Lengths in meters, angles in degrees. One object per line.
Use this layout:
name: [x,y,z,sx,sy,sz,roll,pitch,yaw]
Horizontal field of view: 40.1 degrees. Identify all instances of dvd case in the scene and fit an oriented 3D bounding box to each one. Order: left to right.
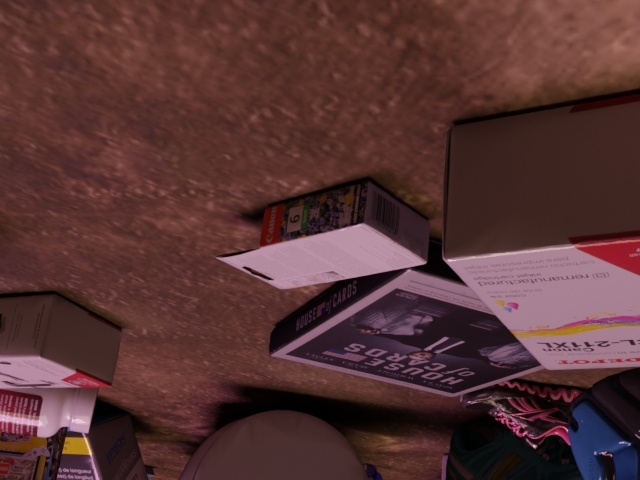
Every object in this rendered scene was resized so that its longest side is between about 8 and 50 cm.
dvd case: [0.085,0.068,0.654,0.179,0.030,0.238,16,154,-19]

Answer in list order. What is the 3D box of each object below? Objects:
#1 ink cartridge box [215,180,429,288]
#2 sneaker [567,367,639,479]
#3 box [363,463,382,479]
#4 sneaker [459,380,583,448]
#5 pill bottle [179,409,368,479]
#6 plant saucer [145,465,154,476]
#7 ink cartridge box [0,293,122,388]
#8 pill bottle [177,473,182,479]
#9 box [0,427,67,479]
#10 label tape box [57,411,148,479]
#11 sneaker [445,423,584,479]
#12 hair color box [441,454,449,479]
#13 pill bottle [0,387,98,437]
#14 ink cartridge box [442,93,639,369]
ink cartridge box: [0.000,0.000,0.520,0.115,0.029,0.063,-12,151,38]
sneaker: [0.307,0.084,0.566,0.139,0.125,0.341,-12,164,-28]
box: [0.034,0.380,1.318,0.028,0.081,0.136,27,149,-38]
sneaker: [0.187,0.161,0.807,0.119,0.057,0.047,6,159,4]
pill bottle: [-0.069,0.338,1.068,0.224,0.224,0.392,9,157,-6]
plant saucer: [-0.371,0.426,1.610,0.067,0.018,0.192,20,154,-29]
ink cartridge box: [-0.259,0.091,0.761,0.135,0.056,0.099,-5,155,24]
pill bottle: [-0.112,0.432,1.309,0.245,0.130,0.130,32,156,5]
box: [-0.386,0.199,0.913,0.233,0.159,0.044,7,155,0]
label tape box: [-0.360,0.296,1.146,0.240,0.106,0.334,-2,114,19]
sneaker: [0.214,0.231,0.889,0.107,0.110,0.275,10,162,-29]
hair color box: [0.203,0.368,1.135,0.093,0.167,0.053,-2,155,19]
pill bottle: [-0.298,0.147,0.863,0.152,0.086,0.086,12,156,-11]
ink cartridge box: [0.151,0.006,0.437,0.127,0.072,0.175,-8,152,28]
